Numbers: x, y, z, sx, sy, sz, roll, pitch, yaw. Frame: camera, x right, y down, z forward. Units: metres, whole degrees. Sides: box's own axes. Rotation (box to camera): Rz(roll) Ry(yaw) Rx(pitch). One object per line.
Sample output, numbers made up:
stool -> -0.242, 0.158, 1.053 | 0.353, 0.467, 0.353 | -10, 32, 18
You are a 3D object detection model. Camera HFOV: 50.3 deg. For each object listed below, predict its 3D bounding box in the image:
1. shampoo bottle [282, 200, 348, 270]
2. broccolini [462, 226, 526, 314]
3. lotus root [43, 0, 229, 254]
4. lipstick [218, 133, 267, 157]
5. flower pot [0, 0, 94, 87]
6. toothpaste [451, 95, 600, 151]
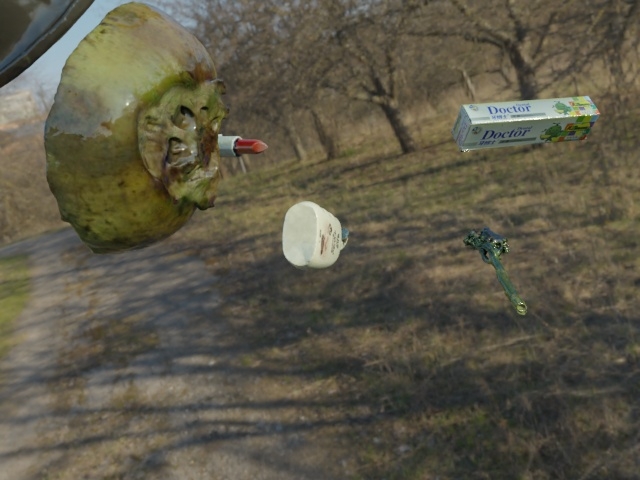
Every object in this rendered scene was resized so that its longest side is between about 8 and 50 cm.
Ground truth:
shampoo bottle -> 0.000, 0.000, 0.819 | 0.045, 0.077, 0.152 | 3, -5, 17
broccolini -> 0.311, 0.055, 1.182 | 0.071, 0.057, 0.254 | -35, 28, 19
lotus root -> -0.125, -0.085, 0.552 | 0.077, 0.183, 0.204 | 11, 54, 21
lipstick -> -0.117, -0.108, 0.780 | 0.129, 0.030, 0.030 | 3, 13, 28
flower pot -> -0.325, -0.293, 0.672 | 0.269, 0.166, 0.269 | -24, 43, 24
toothpaste -> 0.231, -0.132, 0.769 | 0.164, 0.034, 0.046 | -7, -35, -14
